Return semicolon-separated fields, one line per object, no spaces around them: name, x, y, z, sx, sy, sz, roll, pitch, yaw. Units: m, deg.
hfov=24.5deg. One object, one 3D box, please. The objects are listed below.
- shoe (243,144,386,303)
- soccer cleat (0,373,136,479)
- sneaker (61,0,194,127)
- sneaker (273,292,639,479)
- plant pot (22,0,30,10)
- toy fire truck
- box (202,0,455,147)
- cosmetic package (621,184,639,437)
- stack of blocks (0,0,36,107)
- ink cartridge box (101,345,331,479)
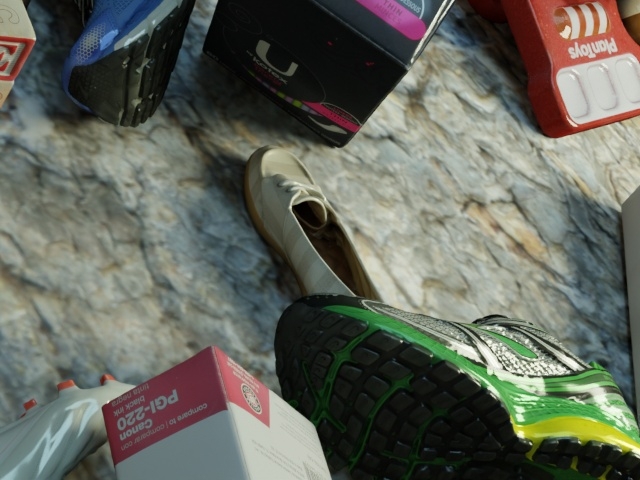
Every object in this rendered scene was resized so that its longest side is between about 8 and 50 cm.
shoe;0.000;0.000;1.214;0.076;0.058;0.219;0;52;-37
soccer cleat;-0.189;0.145;0.928;0.196;0.068;0.076;-18;69;-38
sneaker;-0.180;-0.215;1.259;0.147;0.130;0.330;18;36;-7
sneaker;0.106;0.119;1.145;0.343;0.134;0.146;25;33;-29
plant pot;-0.312;-0.302;1.140;0.263;0.229;0.263;22;41;-20
toy fire truck;0.309;-0.249;1.642;0.302;0.169;0.254;-15;86;-44
box;0.014;-0.204;1.239;0.165;0.270;0.143;34;76;-2
cosmetic package;0.434;0.120;1.399;0.284;0.097;0.377;24;41;-14
stack of blocks;-0.360;-0.115;0.963;0.297;0.171;0.087;-1;52;-39
ink cartridge box;-0.042;0.199;0.910;0.158;0.092;0.218;46;19;-53
